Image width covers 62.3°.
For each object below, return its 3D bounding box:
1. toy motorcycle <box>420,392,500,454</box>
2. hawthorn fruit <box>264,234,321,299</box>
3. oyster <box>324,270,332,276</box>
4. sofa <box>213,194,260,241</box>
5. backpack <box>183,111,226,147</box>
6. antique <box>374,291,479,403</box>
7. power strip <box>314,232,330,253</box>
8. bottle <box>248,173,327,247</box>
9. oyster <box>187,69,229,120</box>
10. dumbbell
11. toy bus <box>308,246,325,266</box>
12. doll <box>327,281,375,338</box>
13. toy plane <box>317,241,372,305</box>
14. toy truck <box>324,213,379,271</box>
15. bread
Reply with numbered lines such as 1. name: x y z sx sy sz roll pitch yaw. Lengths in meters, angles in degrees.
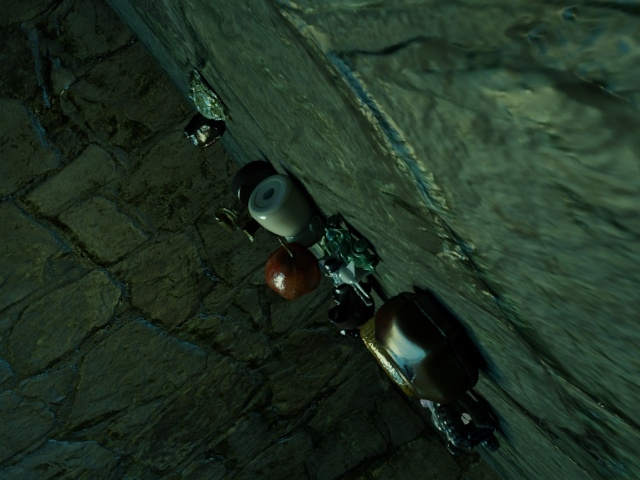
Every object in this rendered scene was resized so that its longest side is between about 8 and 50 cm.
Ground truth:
1. toy motorcycle: 0.376 0.467 1.421 0.327 0.143 0.188 34 -162 -46
2. hawthorn fruit: -0.073 0.068 1.453 0.162 0.163 0.203 49 155 18
3. oyster: 0.083 0.116 1.848 0.209 0.072 0.133 28 -174 -42
4. sofa: -0.264 -0.147 1.896 0.182 0.258 0.200 36 173 11
5. backpack: -0.366 -0.379 1.741 0.106 0.120 0.165 50 -151 -24
6. antique: 0.197 0.207 1.020 0.223 0.129 0.278 51 174 25
7. power strip: 0.000 0.000 1.759 0.093 0.053 0.288 50 176 8
8. bottle: -0.078 -0.065 1.485 0.236 0.147 0.147 45 -179 -43
9. oyster: -0.347 -0.437 1.608 0.177 0.064 0.125 61 159 -14
10. dumbbell: -0.162 -0.131 1.645 0.218 0.152 0.152 48 175 32
11. toy bus: -0.012 0.038 2.134 0.153 0.061 0.051 46 179 27
12. doll: 0.093 0.205 1.588 0.117 0.182 0.257 15 177 18
13. toy plane: 0.055 0.065 1.442 0.251 0.101 0.255 66 169 -25
14. toy truck: 0.057 0.016 1.169 0.154 0.078 0.080 46 175 44
15. bread: 0.231 0.317 1.520 0.253 0.142 0.227 47 -178 19
